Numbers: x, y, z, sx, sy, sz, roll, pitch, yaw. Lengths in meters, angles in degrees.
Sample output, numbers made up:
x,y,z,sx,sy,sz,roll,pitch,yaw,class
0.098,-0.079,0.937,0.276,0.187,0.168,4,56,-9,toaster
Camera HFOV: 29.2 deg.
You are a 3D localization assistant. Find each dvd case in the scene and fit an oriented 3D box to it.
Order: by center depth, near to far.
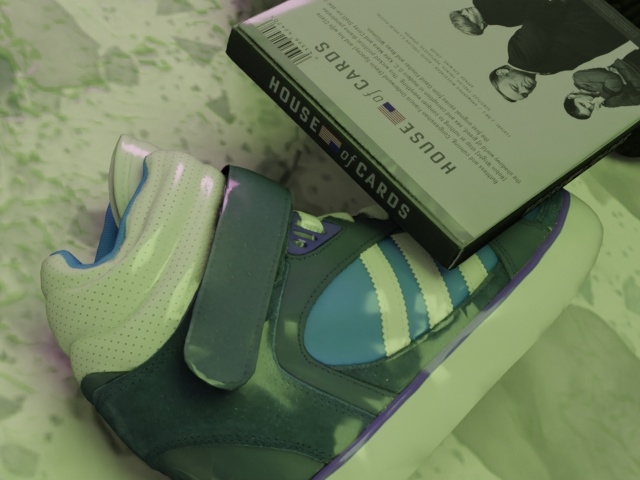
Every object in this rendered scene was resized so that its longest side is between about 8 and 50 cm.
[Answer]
x,y,z,sx,sy,sz,roll,pitch,yaw,class
0.089,-0.102,0.718,0.238,0.030,0.179,-33,70,-36,dvd case

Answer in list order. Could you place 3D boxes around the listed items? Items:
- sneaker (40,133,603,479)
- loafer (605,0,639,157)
x,y,z,sx,sy,sz,roll,pitch,yaw,class
0.000,0.000,0.689,0.236,0.130,0.323,47,55,1,sneaker
0.214,-0.165,0.907,0.080,0.220,0.078,-16,36,0,loafer
